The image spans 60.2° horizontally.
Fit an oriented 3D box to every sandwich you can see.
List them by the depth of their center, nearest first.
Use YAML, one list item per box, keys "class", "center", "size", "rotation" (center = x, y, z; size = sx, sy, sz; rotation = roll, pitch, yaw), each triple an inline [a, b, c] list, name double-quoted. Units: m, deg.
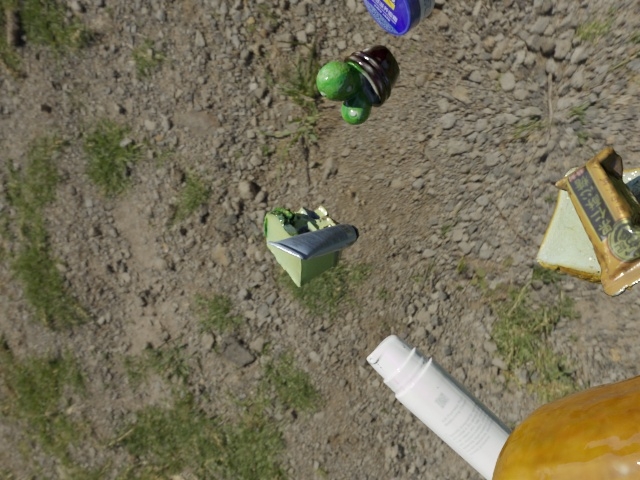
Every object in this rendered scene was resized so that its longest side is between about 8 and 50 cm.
- class: "sandwich"
  center: [0.603, -0.037, 1.210]
  size: [0.087, 0.226, 0.251]
  rotation: [19, 91, -24]

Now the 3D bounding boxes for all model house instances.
- class: "model house"
  center: [-0.035, -0.022, 1.555]
  size: [0.214, 0.189, 0.195]
  rotation: [49, 151, 35]

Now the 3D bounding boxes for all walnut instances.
- class: "walnut"
  center: [0.293, 0.200, 0.435]
  size: [0.209, 0.209, 0.336]
  rotation: [52, 129, 5]

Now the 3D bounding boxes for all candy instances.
- class: "candy"
  center: [0.523, -0.041, 0.982]
  size: [0.101, 0.272, 0.143]
  rotation: [19, 136, -28]

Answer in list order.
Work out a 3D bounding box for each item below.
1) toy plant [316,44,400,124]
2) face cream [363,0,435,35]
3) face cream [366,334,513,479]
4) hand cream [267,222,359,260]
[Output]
- class: "toy plant"
  center: [0.112, -0.459, 1.610]
  size: [0.235, 0.218, 0.175]
  rotation: [-44, 41, -10]
- class: "face cream"
  center: [0.207, -0.668, 1.477]
  size: [0.111, 0.206, 0.206]
  rotation: [-42, 83, -9]
- class: "face cream"
  center: [0.232, 0.305, 0.997]
  size: [0.345, 0.102, 0.102]
  rotation: [43, 114, 5]
- class: "hand cream"
  center: [0.000, 0.000, 1.117]
  size: [0.088, 0.256, 0.055]
  rotation: [27, 110, 26]
